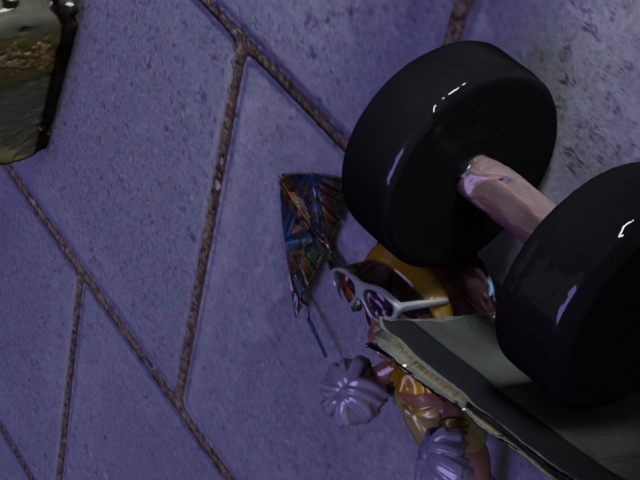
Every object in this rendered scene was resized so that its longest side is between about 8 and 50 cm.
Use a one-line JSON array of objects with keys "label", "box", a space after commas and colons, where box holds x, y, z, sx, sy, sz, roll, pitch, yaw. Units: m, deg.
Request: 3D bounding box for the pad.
[{"label": "pad", "box": [0.159, 0.102, 0.880, 0.233, 0.174, 0.022, 34, 117, 44]}]

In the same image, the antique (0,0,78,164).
[{"label": "antique", "box": [-0.368, -0.216, 1.600, 0.150, 0.125, 0.284, 63, 147, 17]}]

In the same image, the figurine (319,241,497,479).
[{"label": "figurine", "box": [0.083, 0.101, 1.051, 0.174, 0.115, 0.240, 30, 134, 51]}]

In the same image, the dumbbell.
[{"label": "dumbbell", "box": [0.132, -0.013, 0.882, 0.218, 0.152, 0.153, 44, 138, 39]}]

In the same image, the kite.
[{"label": "kite", "box": [0.000, 0.000, 1.233, 0.160, 0.010, 0.183, 59, 143, 29]}]
